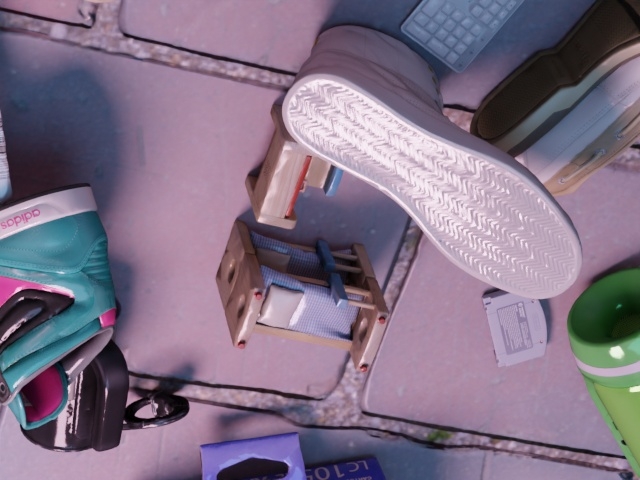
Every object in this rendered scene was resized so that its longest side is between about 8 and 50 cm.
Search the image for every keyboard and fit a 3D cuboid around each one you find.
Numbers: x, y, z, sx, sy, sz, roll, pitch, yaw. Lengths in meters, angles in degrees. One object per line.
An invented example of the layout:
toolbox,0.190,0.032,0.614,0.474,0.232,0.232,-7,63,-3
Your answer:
keyboard,0.176,-0.259,1.714,0.072,0.014,0.256,32,108,-26

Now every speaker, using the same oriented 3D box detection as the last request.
speaker,0.347,0.168,1.931,0.131,0.131,0.296,-29,121,6

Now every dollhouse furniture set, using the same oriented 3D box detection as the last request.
dollhouse furniture set,0.000,0.000,1.759,0.129,0.129,0.183,11,117,-18

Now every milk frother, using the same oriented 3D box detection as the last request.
milk frother,-0.193,0.115,1.818,0.143,0.129,0.134,-28,136,-48

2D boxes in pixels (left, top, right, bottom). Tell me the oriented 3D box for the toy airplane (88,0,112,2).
toy airplane,-0.022,-0.373,1.469,0.272,0.386,0.384,39,125,14

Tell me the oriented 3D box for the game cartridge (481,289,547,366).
game cartridge,0.189,0.080,1.912,0.056,0.017,0.083,-14,121,1

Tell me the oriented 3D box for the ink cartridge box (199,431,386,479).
ink cartridge box,-0.051,0.378,1.955,0.270,0.151,0.395,-7,122,-8

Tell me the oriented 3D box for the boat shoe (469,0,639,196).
boat shoe,0.278,-0.153,1.747,0.302,0.113,0.103,-35,122,22

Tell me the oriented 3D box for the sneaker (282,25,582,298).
sneaker,0.108,-0.081,1.705,0.292,0.169,0.108,37,116,-10

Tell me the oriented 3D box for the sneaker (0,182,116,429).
sneaker,-0.292,0.084,1.698,0.295,0.124,0.178,-23,85,22

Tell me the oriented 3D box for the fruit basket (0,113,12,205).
fruit basket,-0.431,-0.174,1.579,0.327,0.165,0.353,-10,100,-14
